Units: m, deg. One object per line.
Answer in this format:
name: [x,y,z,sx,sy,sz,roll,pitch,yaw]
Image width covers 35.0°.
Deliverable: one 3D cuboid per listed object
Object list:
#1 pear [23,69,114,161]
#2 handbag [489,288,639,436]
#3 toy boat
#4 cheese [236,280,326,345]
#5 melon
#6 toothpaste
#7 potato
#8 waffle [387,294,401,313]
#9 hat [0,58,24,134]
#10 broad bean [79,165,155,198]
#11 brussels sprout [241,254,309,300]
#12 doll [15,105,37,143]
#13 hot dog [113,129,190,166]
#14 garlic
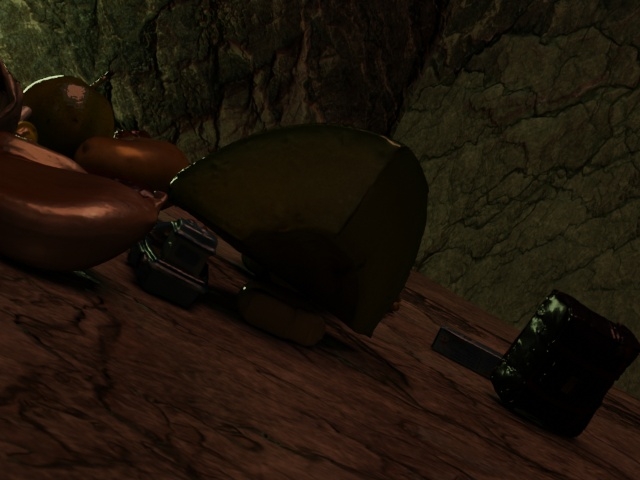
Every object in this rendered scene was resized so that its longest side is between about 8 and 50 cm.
pear: [-0.450,-0.229,1.836,0.180,0.216,0.166,37,-1,-37]
handbag: [0.409,0.207,1.685,0.169,0.215,0.155,22,23,-23]
toy boat: [-0.185,0.010,1.314,0.109,0.098,0.238,28,3,-15]
cheese: [-0.052,0.091,1.428,0.127,0.050,0.255,26,4,-2]
melon: [0.000,0.000,1.413,0.343,0.331,0.226,56,18,-66]
toothpaste: [0.342,0.244,1.938,0.266,0.050,0.065,27,3,13]
potato: [-0.326,-0.119,1.792,0.150,0.146,0.234,-21,-9,34]
waffle: [0.046,0.071,2.183,0.293,0.069,0.259,30,6,27]
hat: [-0.495,-0.155,1.215,0.232,0.161,0.275,30,29,28]
broad bean: [-0.316,-0.060,1.473,0.165,0.084,0.114,19,8,-13]
brussels sprout: [-0.021,0.005,1.744,0.219,0.210,0.271,21,20,-7]
doll: [-0.539,-0.192,1.711,0.129,0.081,0.207,-25,46,-30]
hot dog: [-0.379,-0.174,2.290,0.175,0.114,0.259,29,5,20]
garlic: [-0.294,-0.029,1.112,0.228,0.110,0.217,15,16,-2]
